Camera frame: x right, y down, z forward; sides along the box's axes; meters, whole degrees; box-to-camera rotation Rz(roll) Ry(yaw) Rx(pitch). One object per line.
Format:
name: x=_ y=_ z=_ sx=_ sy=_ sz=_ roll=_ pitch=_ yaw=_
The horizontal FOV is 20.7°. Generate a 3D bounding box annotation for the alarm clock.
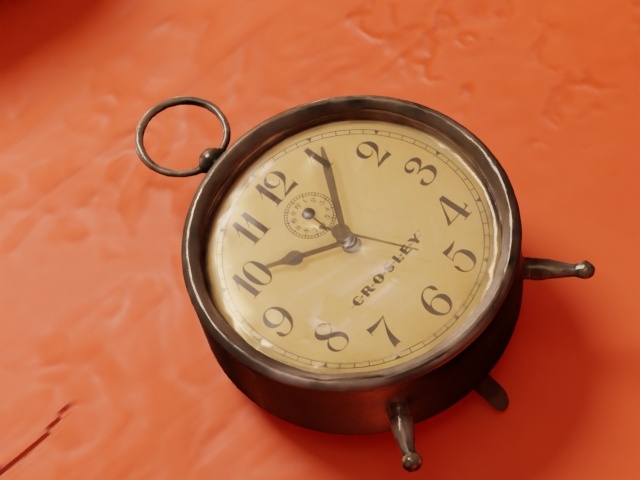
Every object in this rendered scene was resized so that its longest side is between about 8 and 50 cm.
alarm clock: x=0.000 y=0.000 z=0.691 sx=0.192 sy=0.064 sz=0.129 roll=38 pitch=72 yaw=22
